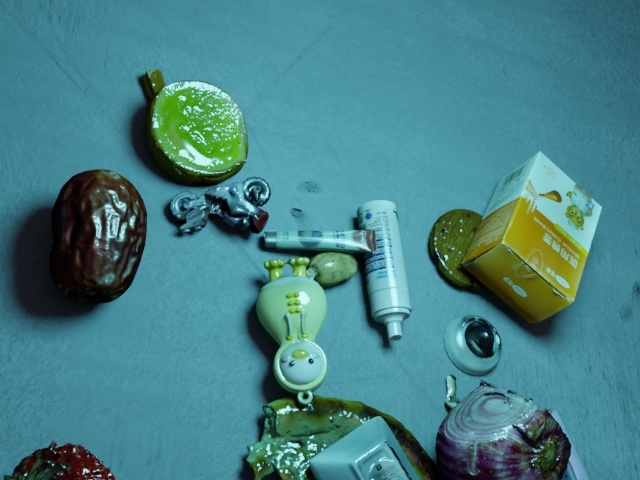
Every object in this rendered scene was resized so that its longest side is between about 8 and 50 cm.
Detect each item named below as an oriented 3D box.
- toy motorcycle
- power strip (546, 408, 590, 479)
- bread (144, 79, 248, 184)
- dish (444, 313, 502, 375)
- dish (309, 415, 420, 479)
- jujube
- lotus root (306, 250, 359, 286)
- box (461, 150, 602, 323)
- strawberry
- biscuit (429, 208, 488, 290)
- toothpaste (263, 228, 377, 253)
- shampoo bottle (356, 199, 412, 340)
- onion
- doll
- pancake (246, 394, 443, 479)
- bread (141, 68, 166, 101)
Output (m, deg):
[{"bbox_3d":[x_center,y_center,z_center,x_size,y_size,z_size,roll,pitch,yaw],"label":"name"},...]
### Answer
[{"bbox_3d":[-0.197,-0.058,1.639,0.213,0.082,0.122,-13,72,-16],"label":"toy motorcycle"},{"bbox_3d":[0.500,0.484,1.661,0.038,0.109,0.278,-10,70,-31],"label":"power strip"},{"bbox_3d":[-0.256,-0.226,1.677,0.236,0.070,0.236,9,69,-25],"label":"bread"},{"bbox_3d":[0.350,0.217,1.744,0.141,0.078,0.141,10,62,-20],"label":"dish"},{"bbox_3d":[0.118,0.456,1.447,0.182,0.080,0.243,-26,77,-30],"label":"dish"},{"bbox_3d":[-0.403,-0.012,1.458,0.184,0.183,0.243,6,64,-22],"label":"jujube"},{"bbox_3d":[0.022,0.058,1.686,0.152,0.063,0.072,-16,83,-33],"label":"lotus root"},{"bbox_3d":[0.495,-0.008,1.849,0.225,0.143,0.341,40,51,-9],"label":"box"},{"bbox_3d":[-0.394,0.417,1.268,0.201,0.187,0.184,33,31,-39],"label":"strawberry"},{"bbox_3d":[0.345,0.020,1.862,0.212,0.036,0.212,12,60,-21],"label":"biscuit"},{"bbox_3d":[0.000,0.000,1.681,0.239,0.039,0.062,1,57,-6],"label":"toothpaste"},{"bbox_3d":[0.140,0.066,1.716,0.092,0.092,0.303,3,64,-23],"label":"shampoo bottle"},{"bbox_3d":[0.347,0.420,1.560,0.256,0.272,0.230,43,68,-6],"label":"onion"},{"bbox_3d":[-0.047,0.172,1.550,0.141,0.117,0.296,-5,58,-12],"label":"doll"},{"bbox_3d":[0.065,0.440,1.503,0.427,0.067,0.305,45,50,1],"label":"pancake"},{"bbox_3d":[-0.353,-0.327,1.722,0.047,0.036,0.083,-14,75,-28],"label":"bread"}]
